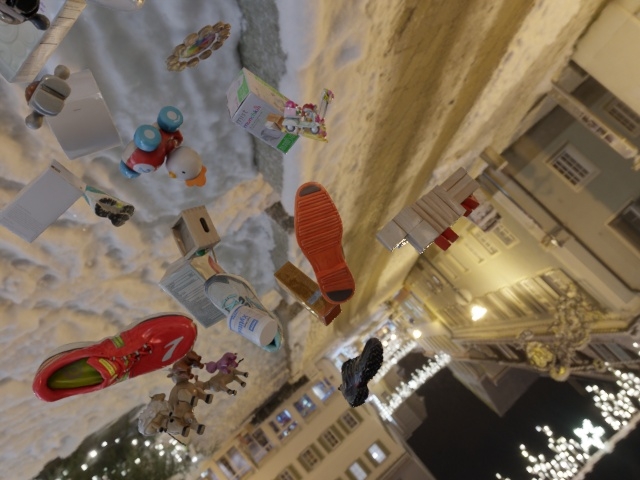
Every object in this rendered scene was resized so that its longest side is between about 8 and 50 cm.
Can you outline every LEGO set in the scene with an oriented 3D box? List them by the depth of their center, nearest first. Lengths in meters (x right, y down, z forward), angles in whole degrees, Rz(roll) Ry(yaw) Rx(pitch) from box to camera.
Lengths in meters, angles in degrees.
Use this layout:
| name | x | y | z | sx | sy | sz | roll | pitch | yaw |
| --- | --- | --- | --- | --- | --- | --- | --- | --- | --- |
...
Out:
| name | x | y | z | sx | sy | sz | roll | pitch | yaw |
| --- | --- | --- | --- | --- | --- | --- | --- | --- | --- |
| LEGO set | -0.037 | -0.290 | 1.044 | 0.287 | 0.132 | 0.107 | -134 | -123 | -70 |

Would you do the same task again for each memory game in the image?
| name | x | y | z | sx | sy | sz | roll | pitch | yaw |
| --- | --- | --- | --- | --- | --- | --- | --- | --- | --- |
| memory game | -0.289 | -0.458 | 1.098 | 0.186 | 0.012 | 0.186 | -33 | -171 | 6 |

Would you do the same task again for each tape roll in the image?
| name | x | y | z | sx | sy | sz | roll | pitch | yaw |
| --- | --- | --- | --- | --- | --- | --- | --- | --- | --- |
| tape roll | -0.753 | -0.392 | 1.447 | 0.169 | 0.246 | 0.246 | -24 | 163 | -18 |

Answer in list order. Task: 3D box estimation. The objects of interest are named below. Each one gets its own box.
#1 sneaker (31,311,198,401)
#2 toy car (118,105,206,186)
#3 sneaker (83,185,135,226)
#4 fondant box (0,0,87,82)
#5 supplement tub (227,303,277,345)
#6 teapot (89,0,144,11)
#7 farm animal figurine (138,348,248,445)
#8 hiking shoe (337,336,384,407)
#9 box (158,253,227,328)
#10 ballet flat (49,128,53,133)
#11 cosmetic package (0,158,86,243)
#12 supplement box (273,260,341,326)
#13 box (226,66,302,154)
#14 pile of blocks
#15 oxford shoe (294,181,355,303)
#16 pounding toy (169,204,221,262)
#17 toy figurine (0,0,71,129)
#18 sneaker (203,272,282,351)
| name | x | y | z | sx | sy | sz | roll | pitch | yaw |
| --- | --- | --- | --- | --- | --- | --- | --- | --- | --- |
| sneaker | -0.347 | 0.212 | 0.800 | 0.279 | 0.107 | 0.118 | -20 | -170 | -14 |
| toy car | -0.464 | -0.246 | 1.441 | 0.219 | 0.238 | 0.210 | -32 | -160 | 49 |
| sneaker | -0.791 | -0.134 | 1.732 | 0.107 | 0.110 | 0.275 | -49 | 168 | -10 |
| fondant box | -0.877 | -0.663 | 1.340 | 0.330 | 0.238 | 0.096 | -38 | -172 | 21 |
| supplement tub | -0.166 | 0.203 | 1.114 | 0.071 | 0.107 | 0.071 | -35 | 134 | -46 |
| teapot | -0.565 | -0.738 | 1.210 | 0.253 | 0.256 | 0.187 | 12 | 94 | -37 |
| farm animal figurine | -0.422 | 0.487 | 1.512 | 0.330 | 0.172 | 0.326 | 51 | 57 | -51 |
| hiking shoe | 0.107 | 0.379 | 1.377 | 0.086 | 0.114 | 0.226 | 10 | 105 | -42 |
| box | -0.398 | 0.158 | 1.557 | 0.149 | 0.232 | 0.126 | -31 | -156 | 19 |
| ballet flat | -1.043 | -0.452 | 1.842 | 0.067 | 0.073 | 0.206 | -34 | -164 | -26 |
| cosmetic package | -0.811 | -0.113 | 1.344 | 0.231 | 0.085 | 0.117 | -40 | 124 | 4 |
| supplement box | -0.043 | 0.166 | 1.466 | 0.080 | 0.233 | 0.078 | -45 | 151 | -18 |
| box | -0.200 | -0.455 | 1.620 | 0.231 | 0.262 | 0.126 | 29 | 115 | -31 |
| pile of blocks | 0.242 | -0.032 | 0.990 | 0.362 | 0.112 | 0.149 | -32 | 163 | -44 |
| oxford shoe | 0.000 | 0.000 | 1.292 | 0.130 | 0.363 | 0.132 | -15 | -156 | -3 |
| pounding toy | -0.334 | -0.006 | 1.276 | 0.100 | 0.141 | 0.130 | -22 | 173 | -41 |
| toy figurine | -0.469 | -0.248 | 0.630 | 0.210 | 0.213 | 0.148 | -27 | -153 | -30 |
| sneaker | -0.199 | 0.198 | 1.262 | 0.110 | 0.283 | 0.122 | -44 | -157 | 3 |
